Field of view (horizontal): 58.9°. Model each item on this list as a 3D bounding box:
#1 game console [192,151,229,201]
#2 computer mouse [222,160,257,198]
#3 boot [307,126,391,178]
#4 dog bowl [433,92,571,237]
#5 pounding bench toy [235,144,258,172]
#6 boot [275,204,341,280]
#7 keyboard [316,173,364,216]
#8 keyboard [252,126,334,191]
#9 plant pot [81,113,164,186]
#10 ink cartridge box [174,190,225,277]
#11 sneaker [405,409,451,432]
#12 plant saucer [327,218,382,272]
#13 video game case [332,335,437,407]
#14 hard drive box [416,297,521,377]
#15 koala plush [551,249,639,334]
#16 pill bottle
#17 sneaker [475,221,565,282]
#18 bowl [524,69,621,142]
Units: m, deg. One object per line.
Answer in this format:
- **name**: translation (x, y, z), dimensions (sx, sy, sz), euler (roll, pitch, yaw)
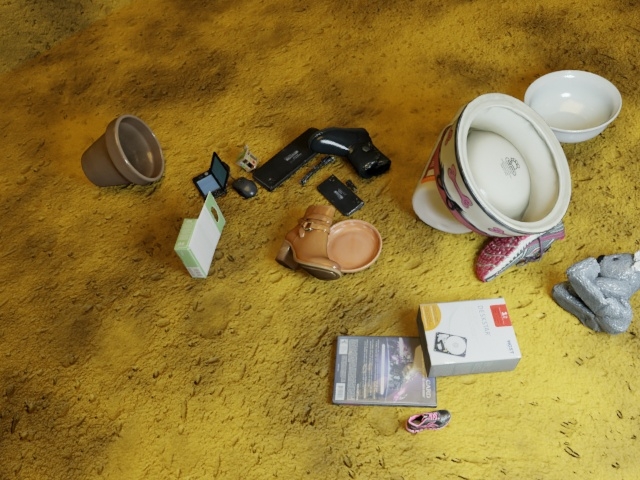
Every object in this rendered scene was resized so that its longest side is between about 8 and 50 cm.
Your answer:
- **game console**: translation (-0.397, -0.230, 2.047), dimensions (0.124, 0.085, 0.144), euler (-30, 54, -10)
- **computer mouse**: translation (-0.310, -0.230, 2.057), dimensions (0.071, 0.041, 0.242), euler (-40, 56, -16)
- **boot**: translation (0.102, -0.300, 1.960), dimensions (0.247, 0.094, 0.207), euler (-10, 48, -23)
- **dog bowl**: translation (0.492, -0.191, 1.573), dimensions (0.408, 0.150, 0.408), euler (9, 70, -25)
- **pounding bench toy**: translation (-0.263, -0.302, 2.080), dimensions (0.052, 0.065, 0.083), euler (-20, 45, 39)
- **boot**: translation (0.000, 0.000, 1.739), dimensions (0.283, 0.109, 0.220), euler (11, 66, 54)
- **keyboard**: translation (0.077, -0.161, 1.938), dimensions (0.108, 0.023, 0.180), euler (-39, 57, -8)
- **keyboard**: translation (-0.075, -0.281, 2.051), dimensions (0.317, 0.033, 0.201), euler (-42, 56, -17)
- **plant pot**: translation (-0.750, -0.307, 2.100), dimensions (0.229, 0.263, 0.263), euler (-18, 51, 19)
- **ink cartridge box**: translation (-0.387, -0.019, 1.840), dimensions (0.056, 0.171, 0.235), euler (1, 55, 13)
- **sneaker**: translation (0.273, 0.451, 1.431), dimensions (0.119, 0.057, 0.047), euler (-16, 51, -1)
- **plant saucer**: translation (0.096, 0.022, 1.791), dimensions (0.200, 0.037, 0.200), euler (-6, 53, 8)
- **video game case**: translation (0.175, 0.353, 1.543), dimensions (0.274, 0.026, 0.196), euler (-1, 55, 10)
- **hard drive box**: translation (0.387, 0.257, 1.510), dimensions (0.232, 0.089, 0.181), euler (-5, 54, -1)
- **koala plush**: translation (0.774, 0.116, 1.497), dimensions (0.221, 0.196, 0.203), euler (-36, 67, -15)
- **pill bottle**: translation (0.453, -0.236, 1.785), dimensions (0.224, 0.224, 0.392), euler (16, 60, 22)
- **sneaker**: translation (0.585, 0.027, 1.644), dimensions (0.299, 0.112, 0.121), euler (-37, 18, -1)
- **bowl**: translation (0.829, -0.422, 1.894), dimensions (0.298, 0.134, 0.297), euler (-6, 53, 8)
